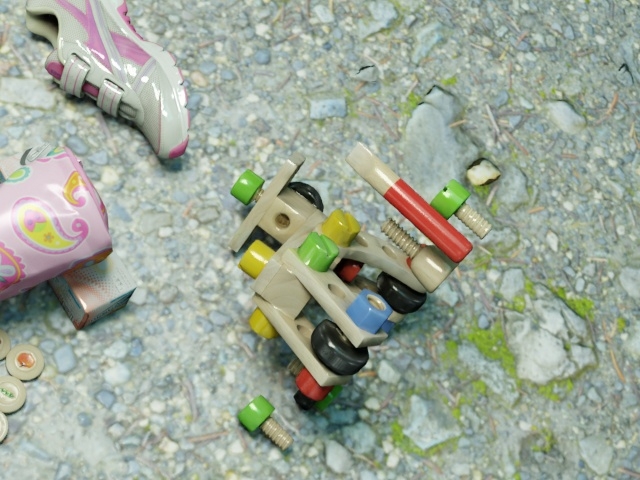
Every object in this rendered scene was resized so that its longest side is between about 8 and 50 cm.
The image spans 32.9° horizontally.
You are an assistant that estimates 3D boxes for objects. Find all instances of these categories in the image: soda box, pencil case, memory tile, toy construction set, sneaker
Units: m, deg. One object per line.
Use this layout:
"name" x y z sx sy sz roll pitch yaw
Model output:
"soda box" -0.262 -0.005 1.102 0.063 0.058 0.183 -28 81 -30
"pencil case" -0.332 0.017 0.989 0.284 0.124 0.124 -26 78 -12
"memory tile" -0.349 0.122 1.034 0.148 0.012 0.113 30 59 -8
"toy construction set" 0.000 0.000 1.085 0.237 0.309 0.257 44 50 6
"sneaker" -0.235 -0.184 1.179 0.111 0.103 0.252 -30 75 -27
